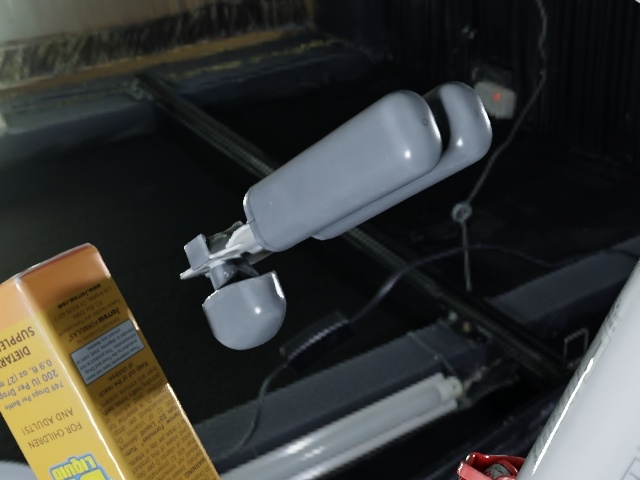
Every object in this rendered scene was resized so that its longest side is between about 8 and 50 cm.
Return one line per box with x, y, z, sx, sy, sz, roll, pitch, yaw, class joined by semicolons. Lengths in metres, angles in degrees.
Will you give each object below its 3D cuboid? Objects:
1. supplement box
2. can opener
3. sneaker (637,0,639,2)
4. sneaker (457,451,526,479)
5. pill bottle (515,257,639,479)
-0.140;0.126;0.603;0.078;0.233;0.080;-26;-174;30;supplement box
0.000;0.000;0.577;0.076;0.095;0.283;-15;173;-36;can opener
0.119;-0.148;0.340;0.106;0.123;0.290;-41;-113;7;sneaker
0.113;0.283;0.877;0.270;0.145;0.090;-4;-161;-38;sneaker
0.174;0.130;0.475;0.131;0.229;0.131;21;-160;-8;pill bottle
